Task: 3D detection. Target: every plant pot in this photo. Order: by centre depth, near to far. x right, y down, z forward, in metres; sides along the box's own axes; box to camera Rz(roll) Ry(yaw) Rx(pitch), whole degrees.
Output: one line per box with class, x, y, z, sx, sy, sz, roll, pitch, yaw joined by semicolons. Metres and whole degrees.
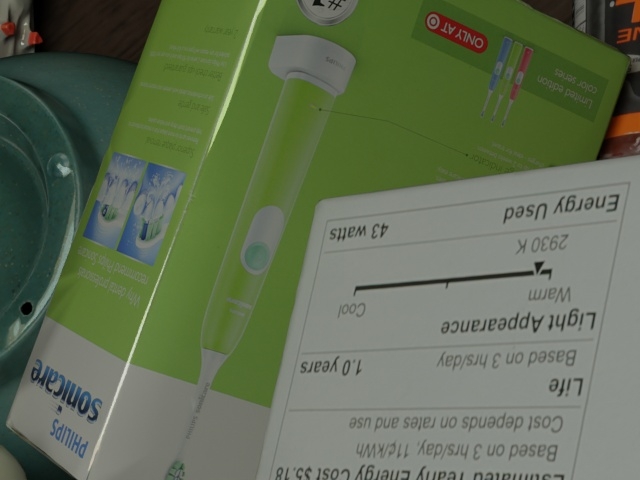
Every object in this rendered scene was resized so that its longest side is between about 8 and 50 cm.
plant pot;-0.166;0.016;0.983;0.293;0.196;0.293;-6;73;20

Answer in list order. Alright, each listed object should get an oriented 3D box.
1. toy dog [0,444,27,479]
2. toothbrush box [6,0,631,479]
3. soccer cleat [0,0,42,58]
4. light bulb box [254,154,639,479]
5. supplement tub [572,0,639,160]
toy dog;-0.203;0.256;0.866;0.407;0.395;0.285;4;47;0
toothbrush box;0.000;0.000;0.861;0.122;0.206;0.283;15;86;61
soccer cleat;-0.208;-0.179;1.130;0.076;0.068;0.196;0;74;36
light bulb box;0.150;0.170;0.648;0.358;0.225;0.361;-6;65;49
supplement tub;0.185;-0.082;0.921;0.106;0.106;0.198;-4;74;21
